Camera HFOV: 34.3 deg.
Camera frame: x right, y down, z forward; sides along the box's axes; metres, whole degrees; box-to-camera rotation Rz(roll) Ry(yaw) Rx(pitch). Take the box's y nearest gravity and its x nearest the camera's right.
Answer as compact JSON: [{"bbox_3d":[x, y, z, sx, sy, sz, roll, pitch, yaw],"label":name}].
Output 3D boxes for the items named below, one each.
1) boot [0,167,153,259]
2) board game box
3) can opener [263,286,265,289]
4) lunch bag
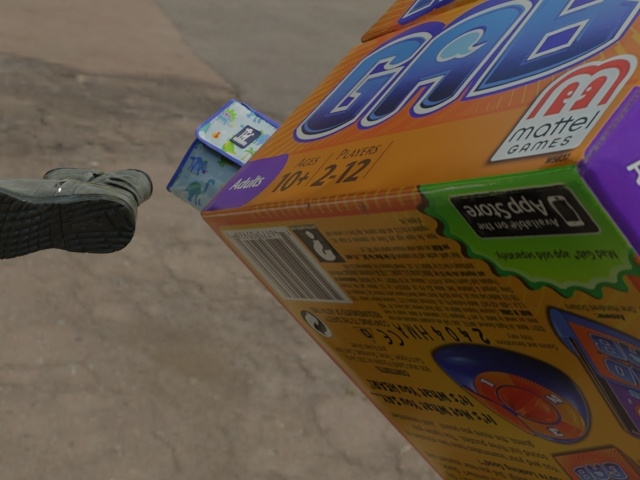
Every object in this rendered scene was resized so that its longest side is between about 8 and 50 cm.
[{"bbox_3d":[-0.316,-0.041,1.160,0.247,0.083,0.161,4,19,-7],"label":"boot"},{"bbox_3d":[0.221,-0.020,0.649,0.356,0.356,0.357,-49,21,-22],"label":"board game box"},{"bbox_3d":[0.000,0.000,1.179,0.076,0.283,0.095,-38,81,-28],"label":"can opener"},{"bbox_3d":[-0.104,-0.094,1.345,0.129,0.151,0.096,33,1,25],"label":"lunch bag"}]
